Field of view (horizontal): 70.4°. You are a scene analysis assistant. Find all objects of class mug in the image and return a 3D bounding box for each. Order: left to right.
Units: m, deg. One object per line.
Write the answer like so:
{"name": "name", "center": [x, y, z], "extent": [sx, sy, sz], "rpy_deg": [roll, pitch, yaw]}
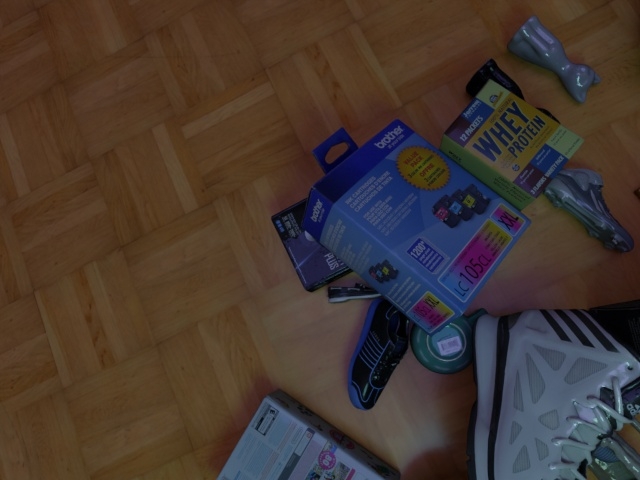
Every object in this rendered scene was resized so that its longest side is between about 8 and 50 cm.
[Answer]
{"name": "mug", "center": [0.250, 0.186, 0.899], "extent": [0.129, 0.097, 0.157], "rpy_deg": [24, 85, 13]}

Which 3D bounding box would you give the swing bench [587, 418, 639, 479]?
{"name": "swing bench", "center": [0.489, 0.436, 0.783], "extent": [0.255, 0.165, 0.253], "rpy_deg": [-43, 77, 1]}

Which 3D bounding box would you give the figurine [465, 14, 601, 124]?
{"name": "figurine", "center": [0.461, -0.337, 0.968], "extent": [0.209, 0.092, 0.215], "rpy_deg": [44, 89, 6]}

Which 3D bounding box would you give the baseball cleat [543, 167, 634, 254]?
{"name": "baseball cleat", "center": [0.554, -0.072, 0.907], "extent": [0.206, 0.072, 0.109], "rpy_deg": [43, 83, 10]}

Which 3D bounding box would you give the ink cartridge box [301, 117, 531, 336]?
{"name": "ink cartridge box", "center": [0.153, -0.052, 0.876], "extent": [0.395, 0.151, 0.270], "rpy_deg": [40, 61, 13]}

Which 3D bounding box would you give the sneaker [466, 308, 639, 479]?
{"name": "sneaker", "center": [0.369, 0.283, 0.667], "extent": [0.258, 0.169, 0.447], "rpy_deg": [-21, 41, 35]}

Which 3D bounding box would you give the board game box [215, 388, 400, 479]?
{"name": "board game box", "center": [-0.029, 0.480, 0.897], "extent": [0.303, 0.097, 0.224], "rpy_deg": [31, 87, 14]}

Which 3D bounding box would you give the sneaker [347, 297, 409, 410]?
{"name": "sneaker", "center": [0.122, 0.229, 0.905], "extent": [0.081, 0.090, 0.232], "rpy_deg": [18, 81, -33]}

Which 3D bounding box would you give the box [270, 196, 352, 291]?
{"name": "box", "center": [0.000, 0.000, 0.982], "extent": [0.147, 0.077, 0.180], "rpy_deg": [-27, 77, 3]}

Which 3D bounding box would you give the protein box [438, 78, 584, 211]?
{"name": "protein box", "center": [0.351, -0.165, 0.888], "extent": [0.200, 0.201, 0.136], "rpy_deg": [40, 89, 13]}

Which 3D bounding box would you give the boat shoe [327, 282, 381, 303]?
{"name": "boat shoe", "center": [0.077, 0.109, 0.969], "extent": [0.125, 0.046, 0.038], "rpy_deg": [-9, 76, 11]}

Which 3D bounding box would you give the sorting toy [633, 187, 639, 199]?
{"name": "sorting toy", "center": [0.806, -0.128, 0.889], "extent": [0.307, 0.041, 0.229], "rpy_deg": [-34, 77, 2]}

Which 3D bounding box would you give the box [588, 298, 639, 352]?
{"name": "box", "center": [0.667, 0.166, 0.732], "extent": [0.296, 0.294, 0.182], "rpy_deg": [-12, 80, 8]}
